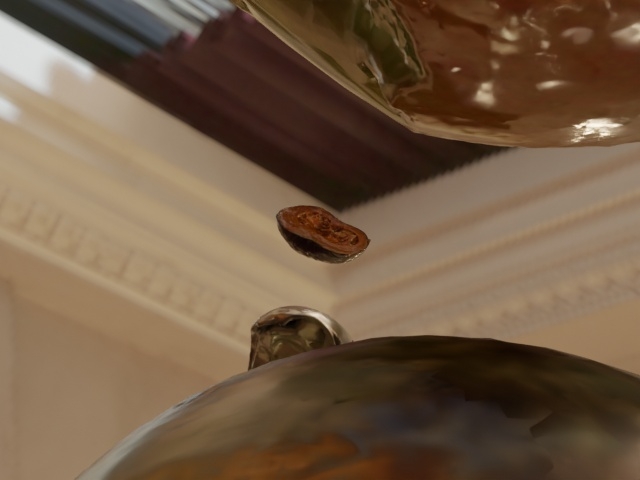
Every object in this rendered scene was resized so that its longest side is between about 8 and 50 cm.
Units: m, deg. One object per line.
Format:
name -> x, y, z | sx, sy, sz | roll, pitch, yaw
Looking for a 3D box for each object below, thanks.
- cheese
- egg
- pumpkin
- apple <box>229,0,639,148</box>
cheese -> -0.012, 0.090, 0.873 | 0.049, 0.235, 0.127 | 18, -88, 5
egg -> 0.031, 0.161, 0.386 | 0.238, 0.238, 0.289 | -29, -118, 32
pumpkin -> 0.000, 0.001, 1.496 | 0.083, 0.050, 0.028 | 26, -56, 30
apple -> 0.092, -0.194, 0.666 | 0.339, 0.339, 0.340 | -24, -127, 35
